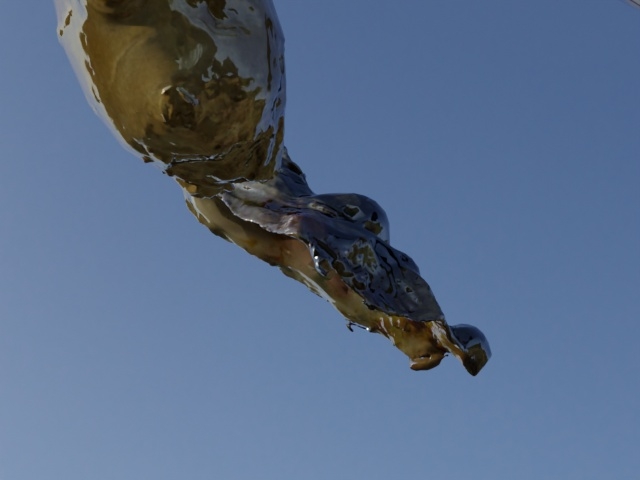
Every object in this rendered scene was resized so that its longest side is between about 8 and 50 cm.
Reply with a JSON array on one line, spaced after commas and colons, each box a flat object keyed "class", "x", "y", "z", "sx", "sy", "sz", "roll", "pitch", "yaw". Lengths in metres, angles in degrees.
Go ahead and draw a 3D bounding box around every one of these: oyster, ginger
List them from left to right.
[{"class": "ginger", "x": -0.093, "y": -0.217, "z": 0.919, "sx": 0.166, "sy": 0.376, "sz": 0.236, "roll": -4, "pitch": -10, "yaw": 25}, {"class": "oyster", "x": -0.005, "y": -0.002, "z": 1.252, "sx": 0.361, "sy": 0.096, "sz": 0.221, "roll": 31, "pitch": -16, "yaw": 49}]

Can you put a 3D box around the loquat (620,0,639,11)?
[{"class": "loquat", "x": 0.173, "y": -0.160, "z": 0.627, "sx": 0.163, "sy": 0.163, "sz": 0.137, "roll": 10, "pitch": -66, "yaw": -11}]
